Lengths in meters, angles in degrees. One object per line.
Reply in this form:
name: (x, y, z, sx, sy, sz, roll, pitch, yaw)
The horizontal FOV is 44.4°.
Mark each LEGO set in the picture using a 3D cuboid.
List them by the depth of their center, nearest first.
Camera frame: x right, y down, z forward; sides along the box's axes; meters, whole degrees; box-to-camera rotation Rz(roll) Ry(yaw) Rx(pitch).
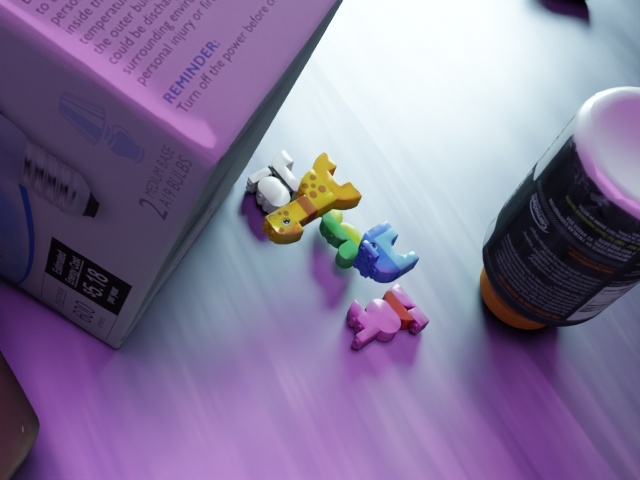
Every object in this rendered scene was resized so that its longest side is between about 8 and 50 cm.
LEGO set: (0.000, 0.000, 0.716, 0.093, 0.087, 0.227, -31, 70, -26)

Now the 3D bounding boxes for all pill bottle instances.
pill bottle: (0.221, -0.007, 0.673, 0.130, 0.245, 0.130, 6, 61, -10)

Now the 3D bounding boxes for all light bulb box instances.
light bulb box: (-0.211, -0.150, 0.566, 0.361, 0.358, 0.225, 34, 58, -5)

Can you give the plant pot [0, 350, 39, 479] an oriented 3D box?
plant pot: (-0.319, 0.097, 0.508, 0.229, 0.263, 0.263, 52, 59, -15)
